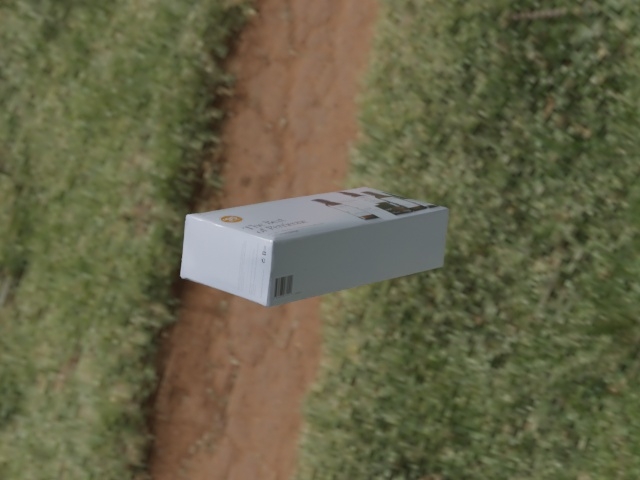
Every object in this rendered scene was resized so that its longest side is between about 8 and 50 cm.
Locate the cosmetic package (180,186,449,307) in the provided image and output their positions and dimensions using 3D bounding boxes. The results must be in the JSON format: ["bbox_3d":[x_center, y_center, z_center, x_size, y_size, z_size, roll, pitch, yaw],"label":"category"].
[{"bbox_3d":[0.000,0.000,1.366,0.099,0.239,0.060,14,106,37],"label":"cosmetic package"}]
